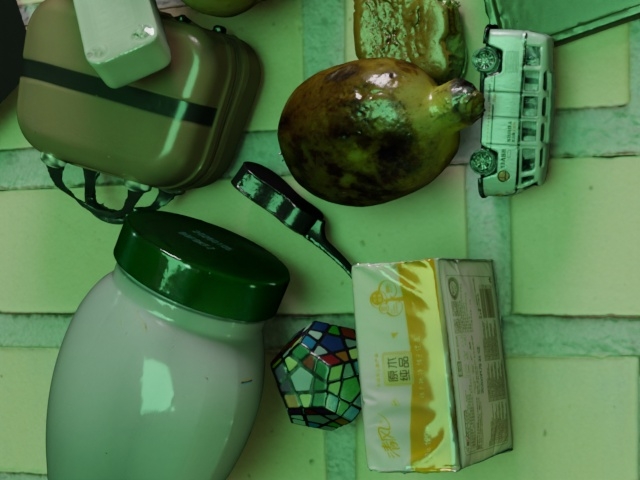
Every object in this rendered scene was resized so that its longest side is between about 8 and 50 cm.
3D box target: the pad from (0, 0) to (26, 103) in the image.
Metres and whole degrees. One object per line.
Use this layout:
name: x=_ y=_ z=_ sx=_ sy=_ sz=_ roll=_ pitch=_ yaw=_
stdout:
pad: x=-0.452 y=-0.157 z=1.849 sx=0.250 sy=0.055 sz=0.323 roll=-40 pitch=72 yaw=22

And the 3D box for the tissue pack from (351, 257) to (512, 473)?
tissue pack: x=0.123 y=0.134 z=1.468 sx=0.124 sy=0.185 sz=0.225 roll=-7 pitch=85 yaw=28

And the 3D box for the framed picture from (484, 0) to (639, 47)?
framed picture: x=0.269 y=-0.381 z=1.492 sx=0.232 sy=0.024 sz=0.315 roll=-16 pitch=83 yaw=27

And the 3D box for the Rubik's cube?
Rubik's cube: x=0.003 y=0.161 z=1.572 sx=0.133 sy=0.133 sz=0.112 roll=35 pitch=129 yaw=24

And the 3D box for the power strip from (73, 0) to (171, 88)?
power strip: x=-0.267 y=-0.350 z=1.637 sx=0.091 sy=0.062 sz=0.385 roll=-22 pitch=55 yaw=5

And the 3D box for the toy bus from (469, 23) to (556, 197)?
toy bus: x=0.215 y=-0.142 z=1.474 sx=0.089 sy=0.087 sz=0.194 roll=4 pitch=99 yaw=15

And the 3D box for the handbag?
handbag: x=-0.246 y=-0.159 z=1.692 sx=0.302 sy=0.149 sz=0.283 roll=18 pitch=99 yaw=25

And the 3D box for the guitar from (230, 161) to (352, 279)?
guitar: x=0.002 y=-0.001 z=1.603 sx=0.271 sy=0.084 sz=0.038 roll=42 pitch=106 yaw=16

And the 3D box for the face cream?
face cream: x=-0.196 y=0.163 z=1.597 sx=0.312 sy=0.219 sz=0.357 roll=41 pitch=113 yaw=53

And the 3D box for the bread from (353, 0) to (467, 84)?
bread: x=0.105 y=-0.241 z=1.549 sx=0.128 sy=0.069 sz=0.140 roll=-7 pitch=87 yaw=27

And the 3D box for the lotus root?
lotus root: x=0.056 y=-0.122 z=1.493 sx=0.169 sy=0.141 sz=0.314 roll=46 pitch=145 yaw=-23

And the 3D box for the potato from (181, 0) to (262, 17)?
potato: x=-0.102 y=-0.389 z=1.584 sx=0.242 sy=0.285 sz=0.242 roll=39 pitch=142 yaw=39
